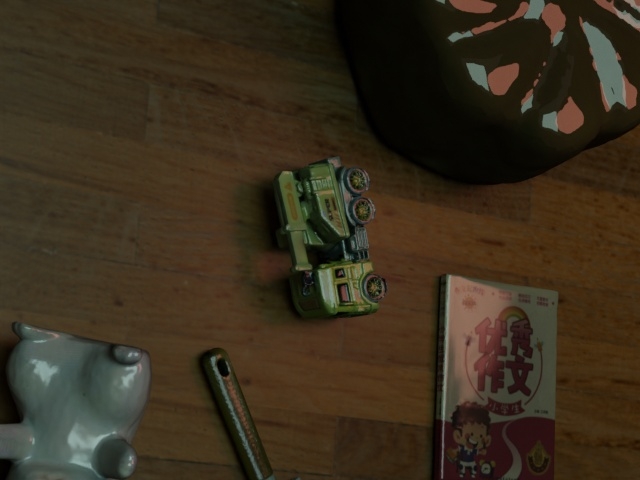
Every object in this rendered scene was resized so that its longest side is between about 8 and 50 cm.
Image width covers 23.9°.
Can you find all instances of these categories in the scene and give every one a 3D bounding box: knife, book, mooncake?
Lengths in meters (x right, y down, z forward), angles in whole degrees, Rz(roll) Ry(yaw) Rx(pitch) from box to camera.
[{"bbox_3d":[-0.037,0.264,1.536,0.061,0.027,0.343,-24,95,-37],"label":"knife"},{"bbox_3d":[0.200,0.161,1.706,0.162,0.022,0.232,10,78,-31],"label":"book"},{"bbox_3d":[0.214,-0.253,1.676,0.378,0.201,0.378,6,78,-31],"label":"mooncake"}]

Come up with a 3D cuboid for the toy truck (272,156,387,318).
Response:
[{"bbox_3d":[0.000,0.000,1.572,0.100,0.077,0.169,-7,87,-36],"label":"toy truck"}]

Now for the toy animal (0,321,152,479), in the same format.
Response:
[{"bbox_3d":[-0.230,0.211,1.353,0.140,0.138,0.282,9,69,5],"label":"toy animal"}]
